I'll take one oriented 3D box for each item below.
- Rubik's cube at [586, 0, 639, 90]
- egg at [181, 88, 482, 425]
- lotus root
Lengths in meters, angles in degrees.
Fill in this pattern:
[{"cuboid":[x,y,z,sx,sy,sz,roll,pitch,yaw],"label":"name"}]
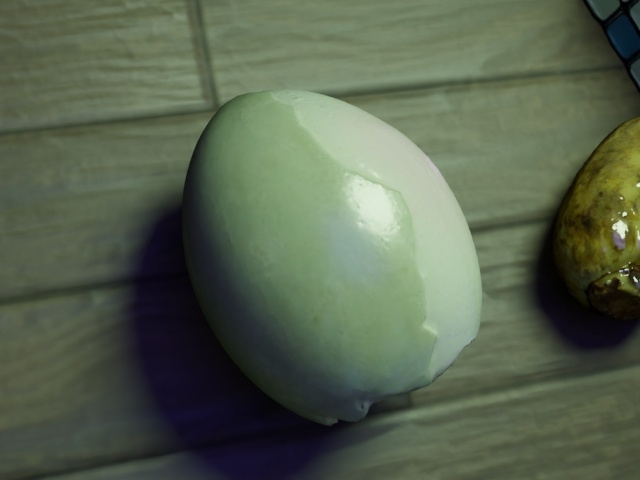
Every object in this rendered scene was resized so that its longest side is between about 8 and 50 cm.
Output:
[{"cuboid":[0.328,-0.196,0.936,0.151,0.155,0.154,-28,83,-20],"label":"Rubik's cube"},{"cuboid":[0.000,0.000,0.777,0.183,0.183,0.217,-31,94,-20],"label":"egg"},{"cuboid":[0.239,-0.027,0.905,0.108,0.094,0.191,37,58,-28],"label":"lotus root"}]
